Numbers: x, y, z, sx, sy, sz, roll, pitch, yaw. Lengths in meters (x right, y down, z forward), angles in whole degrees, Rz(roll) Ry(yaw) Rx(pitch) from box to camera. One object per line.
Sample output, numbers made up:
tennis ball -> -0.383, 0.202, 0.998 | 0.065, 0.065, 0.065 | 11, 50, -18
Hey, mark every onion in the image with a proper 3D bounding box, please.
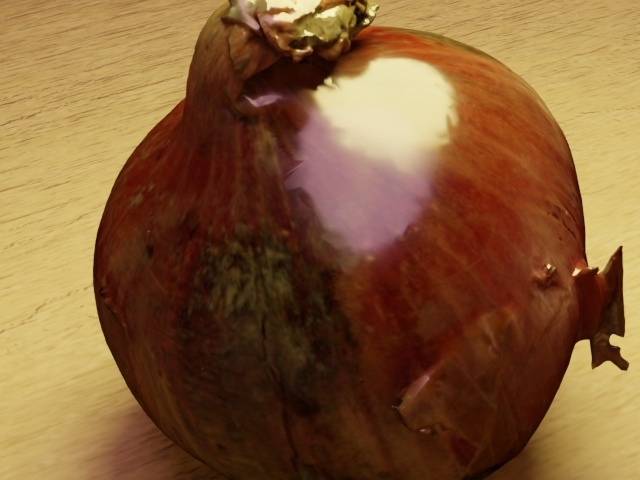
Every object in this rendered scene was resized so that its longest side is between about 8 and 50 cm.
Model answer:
onion -> 0.023, 0.017, 0.861 | 0.354, 0.353, 0.353 | -4, 29, 2
